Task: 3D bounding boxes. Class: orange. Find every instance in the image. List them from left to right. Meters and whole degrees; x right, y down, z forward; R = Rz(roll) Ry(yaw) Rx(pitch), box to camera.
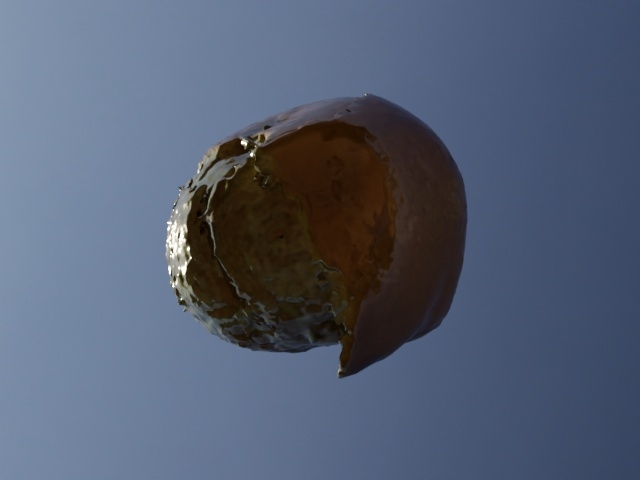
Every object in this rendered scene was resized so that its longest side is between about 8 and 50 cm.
[{"bbox_3d":[0.000,0.000,0.544,0.156,0.156,0.134,-31,-86,18],"label":"orange"}]
